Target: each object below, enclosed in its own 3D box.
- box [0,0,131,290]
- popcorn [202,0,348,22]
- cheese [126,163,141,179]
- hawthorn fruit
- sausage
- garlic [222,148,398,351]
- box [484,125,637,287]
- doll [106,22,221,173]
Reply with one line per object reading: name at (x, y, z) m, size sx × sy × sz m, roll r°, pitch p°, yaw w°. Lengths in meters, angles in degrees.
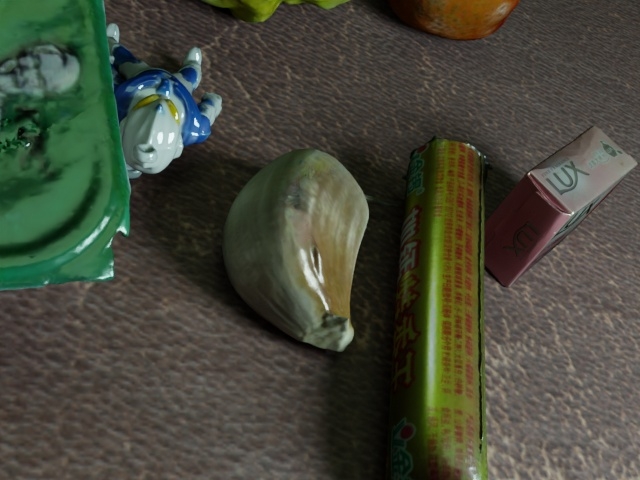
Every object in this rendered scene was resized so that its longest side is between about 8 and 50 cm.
box at (-0.297, -0.071, 0.561) m, size 0.337 × 0.106 × 0.264 m, roll -3°, pitch 68°, yaw -22°
popcorn at (-0.086, -0.364, 0.921) m, size 0.292 × 0.293 × 0.334 m, roll -4°, pitch 22°, yaw 8°
cheese at (-0.217, -0.065, 0.686) m, size 0.171 × 0.047 × 0.092 m, roll 21°, pitch 44°, yaw -12°
hawthorn fruit at (0.169, -0.299, 1.056) m, size 0.194 × 0.157 × 0.157 m, roll 10°, pitch 46°, yaw -26°
sausage at (0.091, 0.068, 0.722) m, size 0.082 × 0.082 × 0.371 m, roll 21°, pitch 45°, yaw -11°
garlic at (-0.005, -0.011, 0.746) m, size 0.128 × 0.090 × 0.198 m, roll 40°, pitch 34°, yaw -13°
box at (0.213, -0.034, 0.860) m, size 0.060 × 0.111 × 0.156 m, roll 44°, pitch 45°, yaw 13°
doll at (-0.128, -0.114, 0.749) m, size 0.114 × 0.057 × 0.227 m, roll 19°, pitch 28°, yaw -21°
